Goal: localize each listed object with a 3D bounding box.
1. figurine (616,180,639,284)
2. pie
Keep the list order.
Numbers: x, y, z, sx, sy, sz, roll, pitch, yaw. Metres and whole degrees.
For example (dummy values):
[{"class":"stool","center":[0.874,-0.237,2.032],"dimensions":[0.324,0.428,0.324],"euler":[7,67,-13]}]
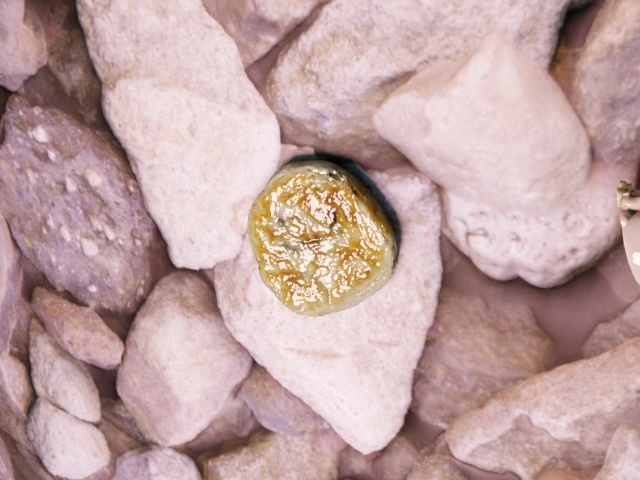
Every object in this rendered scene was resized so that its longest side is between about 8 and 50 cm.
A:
[{"class":"figurine","center":[0.473,-0.022,1.212],"dimensions":[0.235,0.127,0.155],"euler":[-12,97,26]},{"class":"pie","center":[0.000,0.000,1.502],"dimensions":[0.240,0.054,0.240],"euler":[10,115,22]}]
